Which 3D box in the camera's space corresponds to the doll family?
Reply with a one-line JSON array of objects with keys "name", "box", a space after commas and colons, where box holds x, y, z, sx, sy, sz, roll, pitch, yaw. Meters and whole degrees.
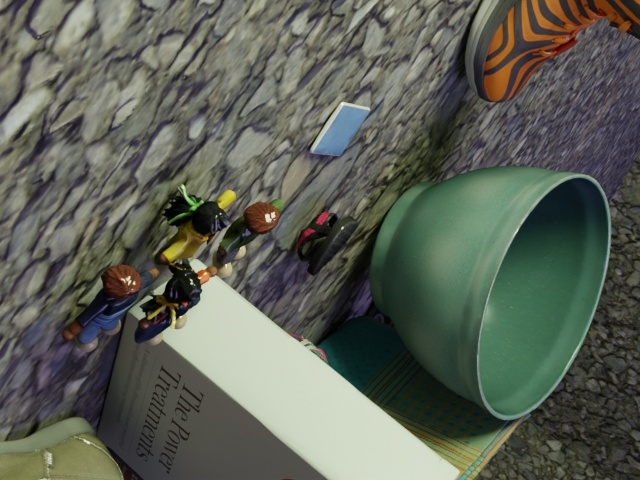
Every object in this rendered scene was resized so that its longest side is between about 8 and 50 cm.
[{"name": "doll family", "box": [-0.106, 0.020, 1.017, 0.193, 0.076, 0.111, -51, -174, -28]}]

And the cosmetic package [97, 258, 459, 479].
[{"name": "cosmetic package", "box": [-0.068, 0.238, 1.229, 0.097, 0.284, 0.377, -41, 161, -41]}]

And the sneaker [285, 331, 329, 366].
[{"name": "sneaker", "box": [-0.055, 0.137, 1.425, 0.299, 0.121, 0.112, 66, 32, -73]}]

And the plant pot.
[{"name": "plant pot", "box": [0.183, 0.037, 1.635, 0.293, 0.196, 0.293, -30, 131, -43]}]

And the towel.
[{"name": "towel", "box": [0.044, 0.237, 1.623, 0.370, 0.271, 0.040, -40, 144, -41]}]

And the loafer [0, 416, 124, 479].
[{"name": "loafer", "box": [-0.223, 0.202, 1.050, 0.094, 0.087, 0.251, -60, 164, 23]}]

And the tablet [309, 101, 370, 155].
[{"name": "tablet", "box": [0.018, -0.101, 1.270, 0.054, 0.006, 0.083, -56, 165, 12]}]

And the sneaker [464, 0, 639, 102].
[{"name": "sneaker", "box": [0.264, -0.226, 1.403, 0.124, 0.180, 0.321, -43, 162, -36]}]

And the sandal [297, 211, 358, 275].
[{"name": "sandal", "box": [0.000, 0.000, 1.403, 0.067, 0.040, 0.179, -47, 180, -5]}]

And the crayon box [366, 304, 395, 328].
[{"name": "crayon box", "box": [0.170, 0.072, 1.997, 0.203, 0.083, 0.323, -58, 164, 21]}]
